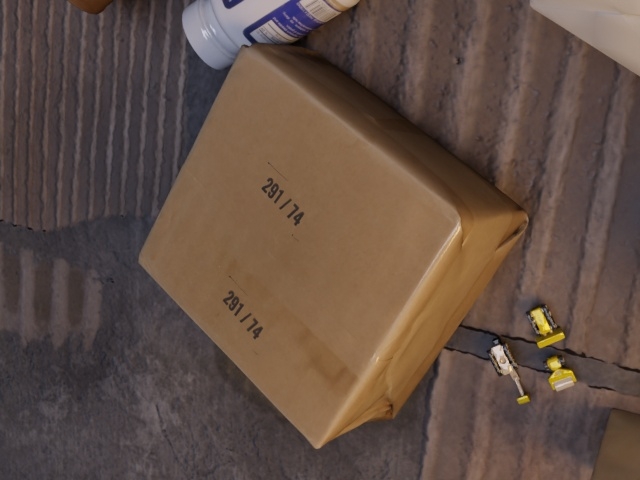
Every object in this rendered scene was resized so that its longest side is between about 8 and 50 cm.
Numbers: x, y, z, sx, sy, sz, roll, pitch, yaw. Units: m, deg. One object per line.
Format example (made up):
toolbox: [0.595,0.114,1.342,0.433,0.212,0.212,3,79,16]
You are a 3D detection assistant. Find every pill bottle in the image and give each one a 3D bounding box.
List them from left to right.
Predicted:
pill bottle: [-0.058,-0.270,1.040,0.187,0.112,0.112,-25,91,26]

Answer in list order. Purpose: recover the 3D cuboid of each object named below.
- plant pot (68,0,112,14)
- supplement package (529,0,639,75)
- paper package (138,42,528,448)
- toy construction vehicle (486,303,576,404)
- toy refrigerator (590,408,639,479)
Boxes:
plant pot: [-0.253,-0.424,1.039,0.229,0.263,0.263,-37,86,7]
supplement package: [0.327,-0.284,0.757,0.198,0.199,0.262,39,89,18]
paper package: [0.000,0.000,1.010,0.325,0.168,0.309,41,113,25]
toy construction vehicle: [0.239,0.128,1.051,0.086,0.035,0.098,-28,93,16]
toy refrigerator: [0.314,0.269,0.916,0.102,0.269,0.094,12,107,20]
